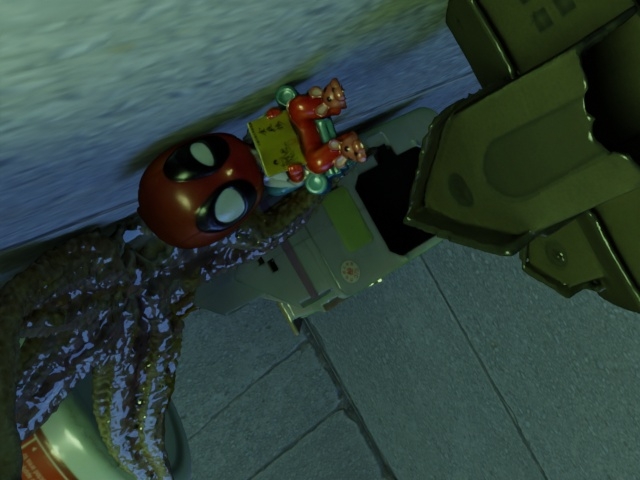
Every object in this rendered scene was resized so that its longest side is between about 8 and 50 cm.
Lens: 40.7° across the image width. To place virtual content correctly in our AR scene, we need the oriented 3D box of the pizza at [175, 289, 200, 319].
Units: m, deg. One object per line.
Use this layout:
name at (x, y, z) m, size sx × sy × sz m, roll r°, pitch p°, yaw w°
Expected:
pizza at (-0.266, 0.121, 1.380) m, size 0.251 × 0.074 × 0.288 m, roll -40°, pitch -173°, yaw -34°

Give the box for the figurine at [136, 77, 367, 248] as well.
figurine at (-0.045, -0.043, 0.502) m, size 0.140 × 0.068 × 0.075 m, roll -23°, pitch -177°, yaw 0°

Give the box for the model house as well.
model house at (0.134, -0.058, 0.507) m, size 0.204 × 0.211 × 0.243 m, roll -27°, pitch 178°, yaw -30°

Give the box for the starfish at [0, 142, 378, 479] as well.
starfish at (-0.141, 0.090, 0.670) m, size 0.398 × 0.132 × 0.383 m, roll -20°, pitch 135°, yaw -63°

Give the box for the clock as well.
clock at (0.000, 0.000, 0.988) m, size 0.235 × 0.166 × 0.310 m, roll -29°, pitch -179°, yaw -36°

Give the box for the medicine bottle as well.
medicine bottle at (-0.300, 0.223, 0.909) m, size 0.241 × 0.252 × 0.252 m, roll -34°, pitch 179°, yaw 5°
